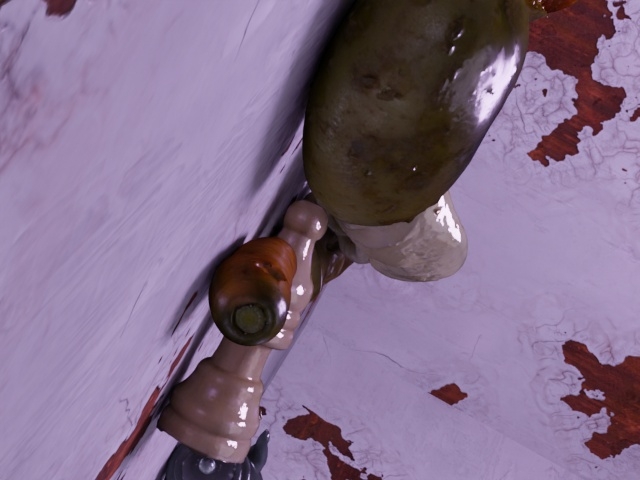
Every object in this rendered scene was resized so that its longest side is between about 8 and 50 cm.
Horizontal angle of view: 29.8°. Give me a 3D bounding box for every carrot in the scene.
[{"bbox_3d":[-0.069,0.044,1.230,0.087,0.087,0.193,-62,-173,16],"label":"carrot"}]

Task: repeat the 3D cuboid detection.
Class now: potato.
[{"bbox_3d":[0.083,-0.139,1.154,0.210,0.173,0.307,-53,169,-50],"label":"potato"}]

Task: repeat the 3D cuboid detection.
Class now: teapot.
[{"bbox_3d":[-0.176,0.369,1.833,0.239,0.162,0.149,-29,157,-16],"label":"teapot"}]

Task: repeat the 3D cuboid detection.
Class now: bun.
[{"bbox_3d":[0.075,-0.058,1.498,0.160,0.259,0.259,-20,177,2],"label":"bun"}]

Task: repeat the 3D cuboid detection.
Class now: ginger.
[{"bbox_3d":[0.000,0.000,1.616,0.116,0.109,0.263,-47,-177,28],"label":"ginger"}]

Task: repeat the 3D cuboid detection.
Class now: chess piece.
[{"bbox_3d":[-0.074,0.095,1.396,0.139,0.124,0.307,25,91,-54],"label":"chess piece"}]

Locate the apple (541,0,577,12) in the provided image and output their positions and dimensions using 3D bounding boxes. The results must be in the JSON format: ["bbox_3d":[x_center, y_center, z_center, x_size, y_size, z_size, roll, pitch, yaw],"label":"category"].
[{"bbox_3d":[0.338,-0.466,1.884,0.230,0.230,0.230,-61,177,-6],"label":"apple"}]

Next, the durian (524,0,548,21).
[{"bbox_3d":[0.143,-0.233,1.259,0.182,0.165,0.132,109,-13,-60],"label":"durian"}]
